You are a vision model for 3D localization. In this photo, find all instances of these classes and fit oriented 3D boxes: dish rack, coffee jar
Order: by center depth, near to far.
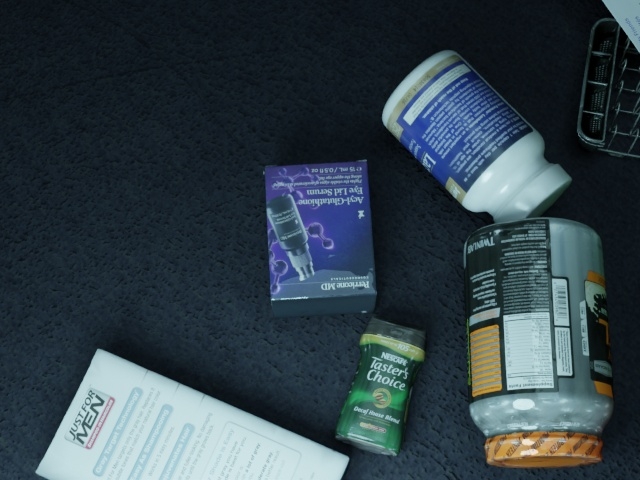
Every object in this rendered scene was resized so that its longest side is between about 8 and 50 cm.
[{"bbox_3d":[0.087,0.200,1.566,0.096,0.079,0.184,14,73,6],"label":"coffee jar"},{"bbox_3d":[0.526,-0.210,1.691,0.272,0.074,0.208,11,74,4],"label":"dish rack"}]

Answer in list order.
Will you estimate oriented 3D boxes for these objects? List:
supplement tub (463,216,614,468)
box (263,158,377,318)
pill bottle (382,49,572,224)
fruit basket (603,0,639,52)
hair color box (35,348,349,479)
[{"bbox_3d":[0.294,0.142,1.521,0.194,0.193,0.316,0,73,1],"label":"supplement tub"},{"bbox_3d":[0.000,0.000,1.616,0.153,0.108,0.207,-4,72,-1],"label":"box"},{"bbox_3d":[0.228,-0.138,1.631,0.153,0.153,0.264,-40,75,-11],"label":"pill bottle"},{"bbox_3d":[0.554,-0.482,1.715,0.353,0.165,0.327,-23,73,-16],"label":"fruit basket"},{"bbox_3d":[-0.167,0.310,1.518,0.375,0.113,0.185,22,74,7],"label":"hair color box"}]
